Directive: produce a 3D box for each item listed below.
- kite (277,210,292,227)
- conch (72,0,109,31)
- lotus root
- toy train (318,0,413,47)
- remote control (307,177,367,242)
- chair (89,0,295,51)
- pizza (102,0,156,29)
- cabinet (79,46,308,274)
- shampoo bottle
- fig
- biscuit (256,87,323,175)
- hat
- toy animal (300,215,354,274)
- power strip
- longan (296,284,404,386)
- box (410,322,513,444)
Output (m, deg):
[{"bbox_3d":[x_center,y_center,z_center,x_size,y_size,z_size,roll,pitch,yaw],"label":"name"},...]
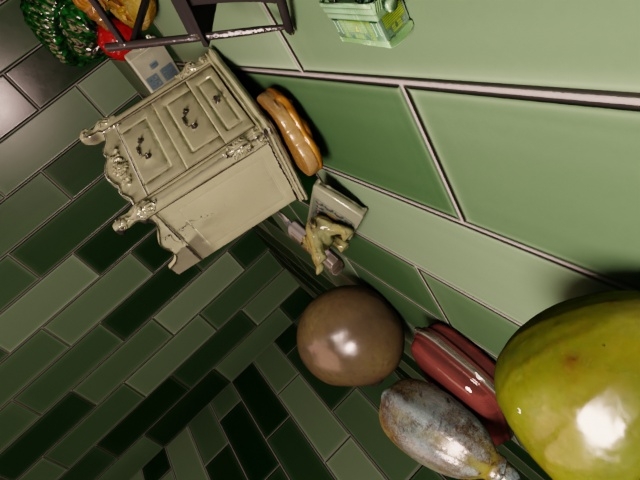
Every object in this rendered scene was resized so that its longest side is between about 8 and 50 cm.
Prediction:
[{"bbox_3d":[-0.078,-0.022,1.743,0.310,0.015,0.169,43,170,34],"label":"kite"},{"bbox_3d":[-0.612,-0.699,1.157,0.109,0.093,0.330,-116,12,-58],"label":"conch"},{"bbox_3d":[0.262,0.411,0.984,0.322,0.158,0.140,21,153,47],"label":"lotus root"},{"bbox_3d":[0.042,-0.211,0.425,0.093,0.038,0.056,36,171,47],"label":"toy train"},{"bbox_3d":[0.029,-0.053,1.016,0.123,0.038,0.285,32,169,2],"label":"remote control"},{"bbox_3d":[-0.167,-0.336,0.560,0.260,0.141,0.154,-1,157,9],"label":"chair"},{"bbox_3d":[-0.431,-0.539,1.008,0.268,0.087,0.258,42,172,16],"label":"pizza"},{"bbox_3d":[-0.251,-0.154,0.918,0.290,0.318,0.227,55,176,31],"label":"cabinet"},{"bbox_3d":[-0.017,0.025,1.538,0.227,0.056,0.086,41,170,30],"label":"shampoo bottle"},{"bbox_3d":[0.282,0.134,0.421,0.203,0.203,0.225,42,130,25],"label":"fig"},{"bbox_3d":[-0.050,-0.199,0.829,0.170,0.050,0.170,54,175,7],"label":"biscuit"},{"bbox_3d":[-0.690,-0.623,1.377,0.332,0.242,0.274,32,-179,8],"label":"hat"},{"bbox_3d":[0.000,0.000,1.046,0.101,0.103,0.219,48,171,10],"label":"toy animal"},{"bbox_3d":[-0.437,-0.435,1.352,0.043,0.106,0.367,44,170,29],"label":"power strip"},{"bbox_3d":[0.097,0.304,1.442,0.361,0.361,0.361,45,170,10],"label":"longan"},{"bbox_3d":[0.355,0.356,1.126,0.263,0.108,0.404,38,167,42],"label":"box"}]
